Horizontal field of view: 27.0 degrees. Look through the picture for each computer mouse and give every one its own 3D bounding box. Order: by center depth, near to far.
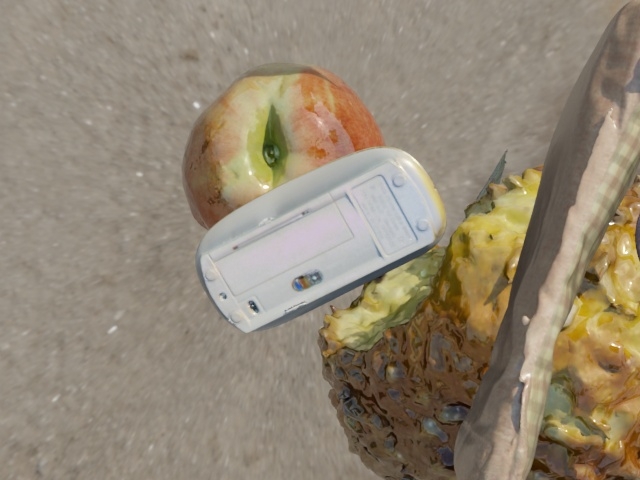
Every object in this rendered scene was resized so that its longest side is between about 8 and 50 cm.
[{"bbox_3d":[0.000,0.000,1.036,0.199,0.045,0.102,-28,107,11],"label":"computer mouse"}]

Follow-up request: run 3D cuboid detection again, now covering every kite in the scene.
[{"bbox_3d":[0.218,-0.029,1.751,0.012,0.250,0.229,24,67,-12],"label":"kite"}]

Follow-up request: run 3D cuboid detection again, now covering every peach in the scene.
[{"bbox_3d":[-0.035,-0.091,1.522,0.232,0.257,0.232,-1,87,10],"label":"peach"}]

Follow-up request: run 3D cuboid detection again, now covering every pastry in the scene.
[{"bbox_3d":[0.200,0.116,1.165,0.337,0.405,0.292,44,53,-5],"label":"pastry"}]

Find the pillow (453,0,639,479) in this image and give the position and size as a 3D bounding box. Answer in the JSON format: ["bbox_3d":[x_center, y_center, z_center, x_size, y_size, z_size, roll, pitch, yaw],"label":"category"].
[{"bbox_3d":[0.094,0.004,0.516,0.034,0.135,0.211,19,90,2],"label":"pillow"}]

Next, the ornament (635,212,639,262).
[{"bbox_3d":[0.273,0.010,0.765,0.177,0.177,0.177,0,91,-1],"label":"ornament"}]
